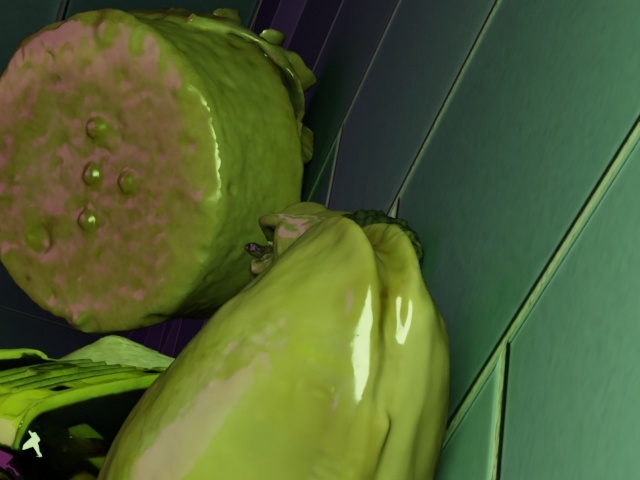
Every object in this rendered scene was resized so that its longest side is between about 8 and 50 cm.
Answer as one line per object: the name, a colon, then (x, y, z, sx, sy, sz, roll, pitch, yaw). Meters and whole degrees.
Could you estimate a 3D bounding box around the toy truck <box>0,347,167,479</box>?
toy truck: (-0.189, 0.263, 1.090, 0.181, 0.254, 0.405, -8, -74, -55)

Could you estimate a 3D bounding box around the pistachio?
pistachio: (-0.021, 0.105, 0.908, 0.213, 0.163, 0.260, 38, 107, 59)

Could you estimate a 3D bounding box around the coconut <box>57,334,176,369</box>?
coconut: (-0.140, 0.206, 1.288, 0.259, 0.259, 0.259, -162, 90, -82)

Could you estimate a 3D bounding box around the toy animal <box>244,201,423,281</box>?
toy animal: (0.009, 0.012, 1.169, 0.069, 0.086, 0.220, -52, 24, -20)

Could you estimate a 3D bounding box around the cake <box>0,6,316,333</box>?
cake: (-0.133, -0.078, 1.855, 0.321, 0.332, 0.332, -12, -52, -55)
